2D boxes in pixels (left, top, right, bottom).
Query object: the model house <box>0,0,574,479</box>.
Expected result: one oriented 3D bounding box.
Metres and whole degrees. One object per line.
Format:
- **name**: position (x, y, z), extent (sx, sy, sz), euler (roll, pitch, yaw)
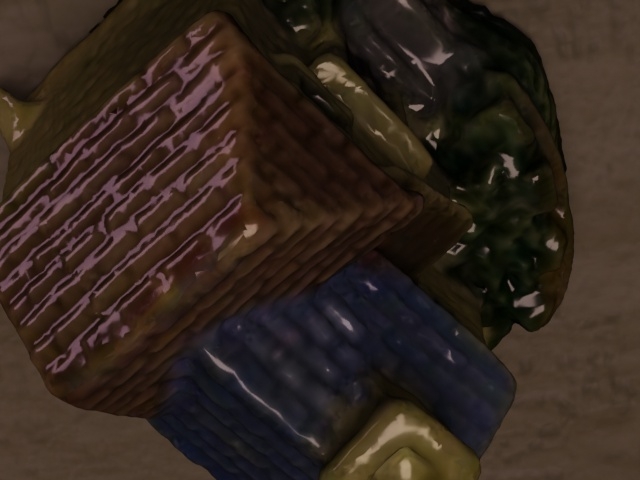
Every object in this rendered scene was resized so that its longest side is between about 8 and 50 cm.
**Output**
- **model house**: position (0.000, 0.000, 1.028), extent (0.261, 0.266, 0.321), euler (-41, 108, 17)
